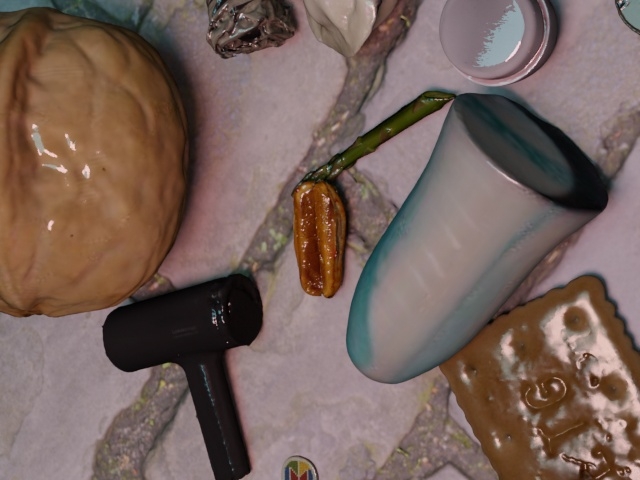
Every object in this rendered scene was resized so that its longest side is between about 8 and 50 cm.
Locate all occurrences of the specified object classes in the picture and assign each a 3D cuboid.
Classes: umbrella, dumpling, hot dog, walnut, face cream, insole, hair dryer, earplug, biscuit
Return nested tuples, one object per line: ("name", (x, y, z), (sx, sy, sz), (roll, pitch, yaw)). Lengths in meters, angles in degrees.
("umbrella", (-0.111, -0.386, 1.447), (0.106, 0.113, 0.358), (-12, 83, 32))
("dumpling", (0.021, -0.293, 1.394), (0.150, 0.092, 0.176), (-33, 85, 41))
("hot dog", (0.001, 0.000, 1.451), (0.062, 0.038, 0.144), (1, 108, 17))
("walnut", (-0.330, -0.088, 1.474), (0.381, 0.381, 0.381), (3, 97, 28))
("face cream", (0.185, -0.217, 1.299), (0.117, 0.104, 0.117), (3, 96, 28))
("insole", (-0.024, 0.356, 1.532), (0.065, 0.006, 0.193), (2, 97, 28))
("hair dryer", (-0.147, 0.180, 1.541), (0.197, 0.089, 0.251), (-14, 95, 29))
("earplug", (0.135, 0.025, 1.331), (0.185, 0.185, 0.324), (43, 121, 18))
("biscuit", (0.276, 0.218, 1.334), (0.217, 0.044, 0.325), (-30, 81, 26))

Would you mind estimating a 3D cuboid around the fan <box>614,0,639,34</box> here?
("fan", (0.371, -0.230, 1.251), (0.152, 0.008, 0.227), (-20, 85, 27))

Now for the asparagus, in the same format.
("asparagus", (0.058, -0.111, 1.420), (0.236, 0.034, 0.027), (-33, 98, 30))
